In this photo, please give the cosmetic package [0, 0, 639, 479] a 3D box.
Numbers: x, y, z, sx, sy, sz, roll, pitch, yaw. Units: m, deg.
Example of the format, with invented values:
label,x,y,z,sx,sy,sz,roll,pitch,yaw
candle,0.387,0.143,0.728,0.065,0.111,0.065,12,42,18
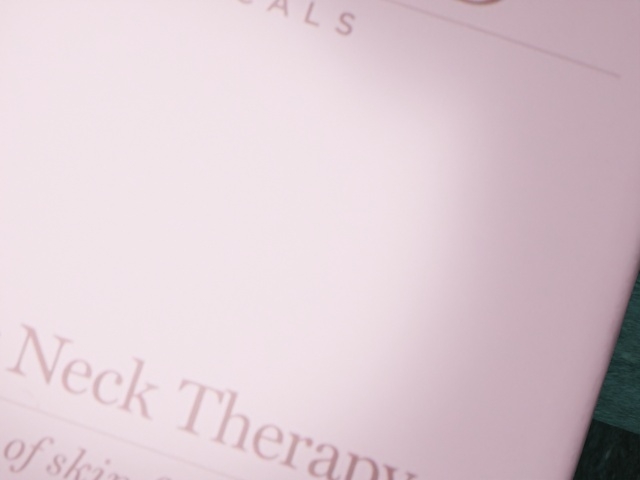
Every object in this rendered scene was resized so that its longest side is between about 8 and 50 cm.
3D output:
label,x,y,z,sx,sy,sz,roll,pitch,yaw
cosmetic package,-0.057,0.050,0.788,0.329,0.394,0.327,18,173,5
